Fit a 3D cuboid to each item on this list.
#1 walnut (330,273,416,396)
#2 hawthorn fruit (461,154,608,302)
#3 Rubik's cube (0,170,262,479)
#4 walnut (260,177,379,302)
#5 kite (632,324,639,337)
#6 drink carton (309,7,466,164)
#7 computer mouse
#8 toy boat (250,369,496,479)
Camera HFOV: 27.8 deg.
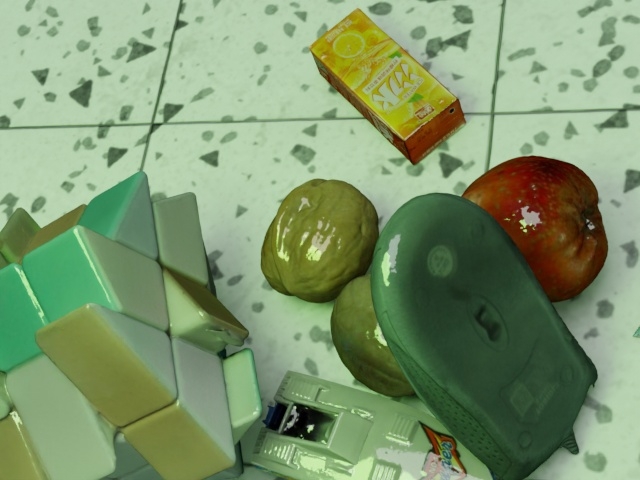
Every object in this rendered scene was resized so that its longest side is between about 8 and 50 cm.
[{"bbox_3d":[0.086,0.111,1.538,0.140,0.140,0.162,-45,51,-9],"label":"walnut"},{"bbox_3d":[0.234,-0.008,1.539,0.200,0.179,0.179,-14,58,30],"label":"hawthorn fruit"},{"bbox_3d":[-0.254,0.126,1.525,0.358,0.368,0.387,-28,57,23],"label":"Rubik's cube"},{"bbox_3d":[0.000,0.000,1.623,0.166,0.149,0.166,-29,29,18],"label":"walnut"},{"bbox_3d":[0.557,0.041,1.491,0.406,0.014,0.368,-13,59,11],"label":"kite"},{"bbox_3d":[0.088,-0.210,1.750,0.096,0.071,0.223,-40,59,-6],"label":"drink carton"},{"bbox_3d":[0.170,0.108,1.434,0.188,0.371,0.122,-48,21,-24],"label":"computer mouse"},{"bbox_3d":[0.066,0.243,1.499,0.295,0.088,0.129,14,68,25],"label":"toy boat"}]
